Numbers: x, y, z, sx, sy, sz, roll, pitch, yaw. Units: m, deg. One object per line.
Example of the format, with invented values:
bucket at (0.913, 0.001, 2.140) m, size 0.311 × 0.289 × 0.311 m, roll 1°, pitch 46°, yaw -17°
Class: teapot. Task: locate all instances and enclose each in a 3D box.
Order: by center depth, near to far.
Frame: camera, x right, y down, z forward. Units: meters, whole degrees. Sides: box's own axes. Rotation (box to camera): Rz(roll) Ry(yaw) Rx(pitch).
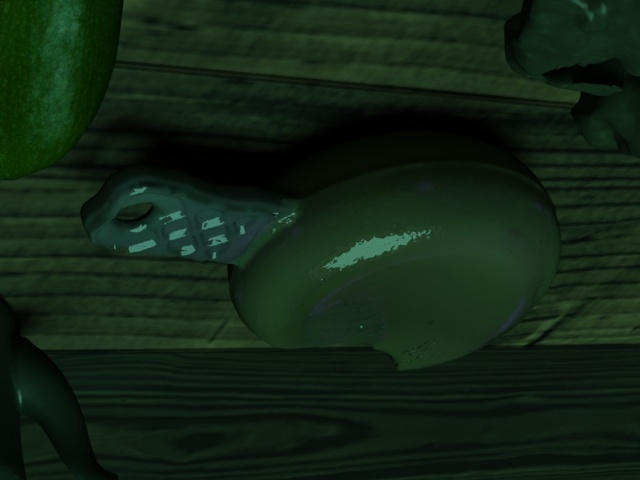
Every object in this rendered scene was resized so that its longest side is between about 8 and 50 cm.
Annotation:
teapot at (-0.232, 0.126, 0.927) m, size 0.239 × 0.149 × 0.162 m, roll -14°, pitch 151°, yaw -13°

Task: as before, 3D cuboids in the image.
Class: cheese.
cheese at (0.000, 0.000, 0.937) m, size 0.286 × 0.082 × 0.163 m, roll 9°, pitch 139°, yaw -37°

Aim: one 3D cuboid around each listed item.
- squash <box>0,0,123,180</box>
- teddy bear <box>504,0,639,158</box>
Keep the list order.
squash at (-0.099, -0.156, 0.581) m, size 0.101 × 0.101 × 0.378 m, roll -8°, pitch 145°, yaw -21°
teddy bear at (0.249, -0.142, 0.780) m, size 0.357 × 0.224 × 0.367 m, roll -36°, pitch 132°, yaw 28°
